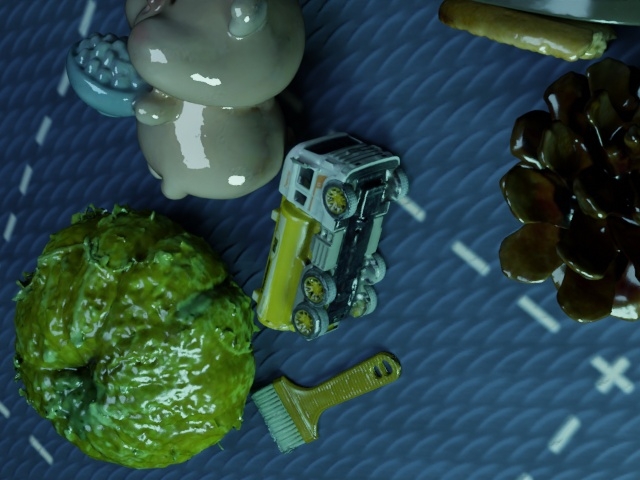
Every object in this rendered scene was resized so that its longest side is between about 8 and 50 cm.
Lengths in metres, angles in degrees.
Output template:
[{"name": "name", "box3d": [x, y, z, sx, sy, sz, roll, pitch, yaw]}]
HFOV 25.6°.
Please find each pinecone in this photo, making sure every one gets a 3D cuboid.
[{"name": "pinecone", "box3d": [0.251, -0.042, 1.155, 0.201, 0.202, 0.229, -151, 70, -77]}]

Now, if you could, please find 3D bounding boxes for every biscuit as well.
[{"name": "biscuit", "box3d": [0.169, -0.176, 1.144, 0.144, 0.224, 0.033, 17, 102, 15]}]

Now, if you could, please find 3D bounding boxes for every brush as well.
[{"name": "brush", "box3d": [0.009, 0.168, 1.544, 0.218, 0.010, 0.082, -31, 85, 40]}]

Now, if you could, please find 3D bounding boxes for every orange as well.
[{"name": "orange", "box3d": [-0.207, 0.113, 1.559, 0.300, 0.223, 0.301, 43, 127, 11]}]

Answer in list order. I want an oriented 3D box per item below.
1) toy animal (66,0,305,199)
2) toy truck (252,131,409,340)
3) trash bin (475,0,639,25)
[{"name": "toy animal", "box3d": [-0.104, -0.158, 1.392, 0.229, 0.210, 0.221, -35, 119, 5]}, {"name": "toy truck", "box3d": [0.000, 0.000, 1.432, 0.114, 0.098, 0.227, 35, 126, 31]}, {"name": "trash bin", "box3d": [0.207, -0.309, 1.085, 0.220, 0.219, 0.250, 17, 109, 32]}]
